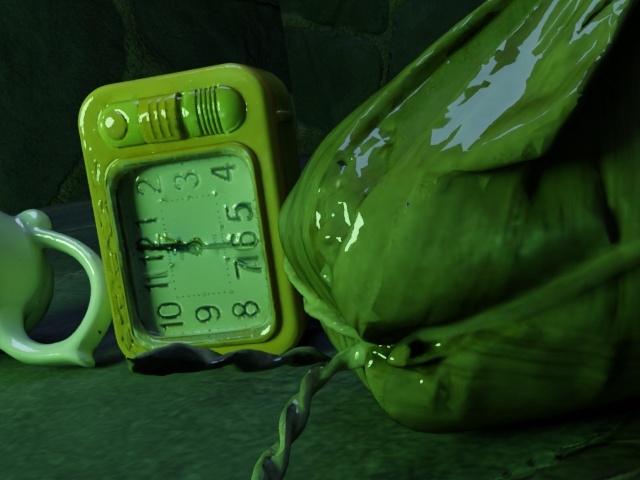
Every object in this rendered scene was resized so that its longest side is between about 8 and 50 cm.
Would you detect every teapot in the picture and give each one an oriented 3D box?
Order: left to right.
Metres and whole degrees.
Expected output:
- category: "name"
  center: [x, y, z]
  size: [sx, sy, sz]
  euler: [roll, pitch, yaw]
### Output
- category: "teapot"
  center: [-0.305, 0.042, 0.652]
  size: [0.300, 0.166, 0.208]
  euler: [1, -30, 15]

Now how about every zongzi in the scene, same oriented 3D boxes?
- category: "zongzi"
  center: [0.137, -0.150, 0.384]
  size: [0.500, 0.467, 0.218]
  euler: [-10, 14, -5]

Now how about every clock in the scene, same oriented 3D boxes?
- category: "clock"
  center: [-0.083, -0.017, 0.596]
  size: [0.143, 0.202, 0.096]
  euler: [-8, 8, 8]

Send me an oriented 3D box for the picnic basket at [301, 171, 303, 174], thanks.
- category: "picnic basket"
  center: [0.000, 0.000, 0.691]
  size: [0.079, 0.115, 0.164]
  euler: [-19, 13, -40]
